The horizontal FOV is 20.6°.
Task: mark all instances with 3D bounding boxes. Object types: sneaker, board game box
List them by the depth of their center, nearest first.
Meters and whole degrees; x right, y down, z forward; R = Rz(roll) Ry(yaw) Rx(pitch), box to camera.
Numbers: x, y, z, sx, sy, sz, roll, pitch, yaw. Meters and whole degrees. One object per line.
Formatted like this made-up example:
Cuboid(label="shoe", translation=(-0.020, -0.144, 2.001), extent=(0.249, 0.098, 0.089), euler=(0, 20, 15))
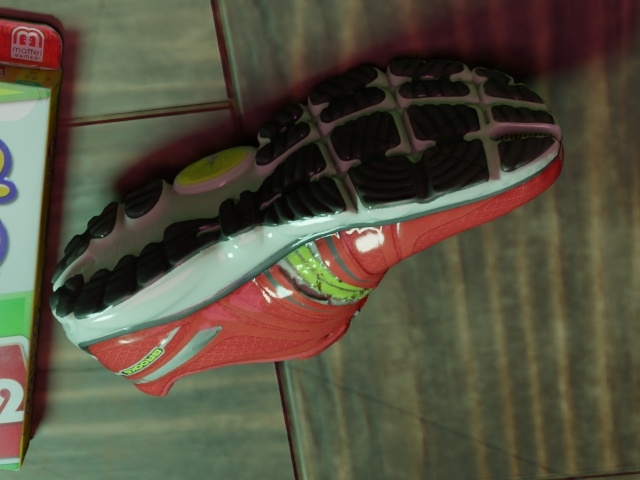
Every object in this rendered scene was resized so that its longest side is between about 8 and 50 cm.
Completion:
Cuboid(label="sneaker", translation=(0.000, 0.000, 0.905), extent=(0.279, 0.107, 0.118), euler=(-21, 132, 16))
Cuboid(label="board game box", translation=(-0.209, 0.001, 0.938), extent=(0.124, 0.039, 0.259), euler=(8, 114, -2))
